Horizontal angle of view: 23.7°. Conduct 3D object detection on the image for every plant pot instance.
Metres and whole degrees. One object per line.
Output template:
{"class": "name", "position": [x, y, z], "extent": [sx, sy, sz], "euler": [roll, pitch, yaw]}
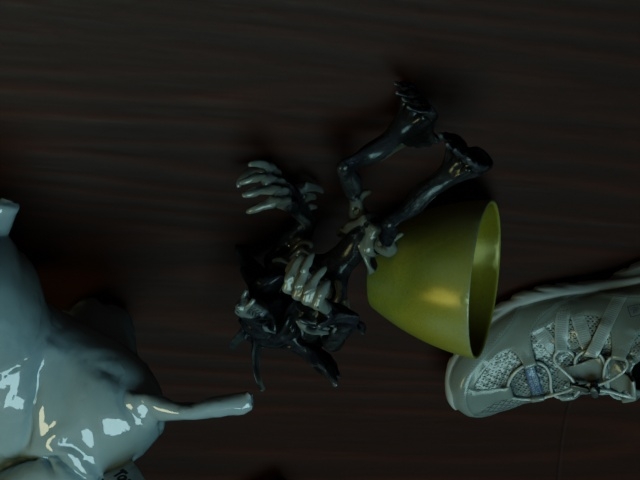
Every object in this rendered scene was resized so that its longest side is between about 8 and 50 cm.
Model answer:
{"class": "plant pot", "position": [0.093, 0.027, 1.288], "extent": [0.095, 0.134, 0.134], "euler": [7, 134, 16]}

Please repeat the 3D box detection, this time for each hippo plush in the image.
{"class": "hippo plush", "position": [-0.257, 0.108, 1.172], "extent": [0.236, 0.294, 0.234], "euler": [44, 80, -28]}

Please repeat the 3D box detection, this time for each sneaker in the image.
{"class": "sneaker", "position": [0.246, 0.099, 1.381], "extent": [0.281, 0.115, 0.105], "euler": [-24, 132, 7]}

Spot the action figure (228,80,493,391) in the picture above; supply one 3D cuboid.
{"class": "action figure", "position": [0.000, 0.000, 1.212], "extent": [0.275, 0.164, 0.141], "euler": [-48, 143, 15]}
